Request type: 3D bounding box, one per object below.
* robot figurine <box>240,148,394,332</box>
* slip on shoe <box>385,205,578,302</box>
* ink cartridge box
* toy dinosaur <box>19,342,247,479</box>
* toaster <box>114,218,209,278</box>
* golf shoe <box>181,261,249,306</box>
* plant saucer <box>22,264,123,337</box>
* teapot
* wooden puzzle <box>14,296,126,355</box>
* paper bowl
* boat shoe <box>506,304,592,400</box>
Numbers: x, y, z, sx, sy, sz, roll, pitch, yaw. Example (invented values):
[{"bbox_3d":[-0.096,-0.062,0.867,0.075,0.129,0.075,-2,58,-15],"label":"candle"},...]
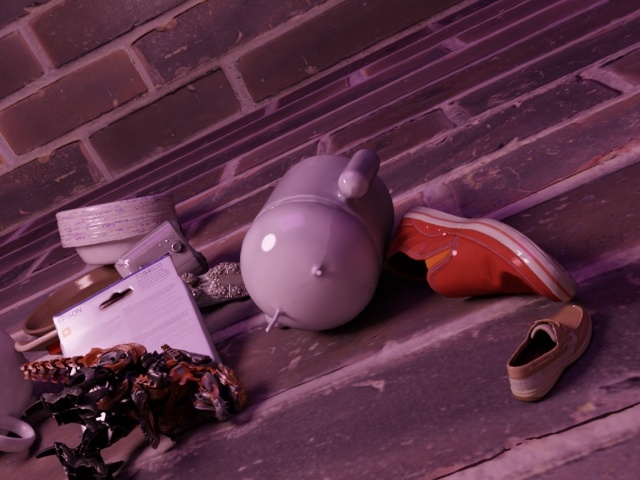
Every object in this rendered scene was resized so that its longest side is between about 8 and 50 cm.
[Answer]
[{"bbox_3d":[0.000,0.000,1.040,0.353,0.200,0.299,-67,3,-60],"label":"robot figurine"},{"bbox_3d":[0.190,0.032,0.878,0.101,0.123,0.331,-56,26,-7],"label":"slip on shoe"},{"bbox_3d":[-0.288,0.161,1.081,0.223,0.045,0.224,-29,56,-2],"label":"ink cartridge box"},{"bbox_3d":[-0.268,0.214,0.942,0.322,0.164,0.218,-15,20,29],"label":"toy dinosaur"},{"bbox_3d":[-0.311,0.053,1.370,0.146,0.129,0.227,-35,-2,-12],"label":"toaster"},{"bbox_3d":[-0.190,0.086,1.267,0.176,0.069,0.086,-7,-20,-1],"label":"golf shoe"},{"bbox_3d":[-0.571,0.143,1.644,0.278,0.041,0.278,-24,22,10],"label":"plant saucer"},{"bbox_3d":[-0.583,0.264,1.191,0.252,0.187,0.256,-36,40,36],"label":"teapot"},{"bbox_3d":[-0.385,0.161,1.252,0.239,0.044,0.221,-22,-12,10],"label":"wooden puzzle"},{"bbox_3d":[-0.495,-0.025,1.717,0.284,0.148,0.284,-9,6,1],"label":"paper bowl"},{"bbox_3d":[0.237,0.105,0.714,0.050,0.045,0.135,-3,32,48],"label":"boat shoe"}]
